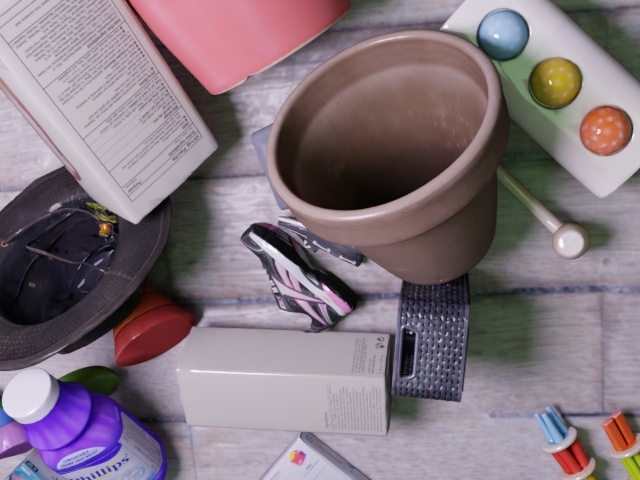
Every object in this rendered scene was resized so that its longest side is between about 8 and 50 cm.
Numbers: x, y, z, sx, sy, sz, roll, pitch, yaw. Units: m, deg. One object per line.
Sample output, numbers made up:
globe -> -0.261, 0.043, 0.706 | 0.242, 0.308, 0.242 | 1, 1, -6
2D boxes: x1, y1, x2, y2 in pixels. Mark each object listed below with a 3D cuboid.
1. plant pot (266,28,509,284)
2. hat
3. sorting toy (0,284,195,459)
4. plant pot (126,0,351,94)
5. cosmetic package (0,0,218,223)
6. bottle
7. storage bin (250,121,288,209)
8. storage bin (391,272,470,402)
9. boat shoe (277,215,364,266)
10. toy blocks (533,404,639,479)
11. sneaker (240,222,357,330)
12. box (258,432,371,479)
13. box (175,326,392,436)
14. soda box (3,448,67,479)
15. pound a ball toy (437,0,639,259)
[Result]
plant pot -> 0.102, -0.070, 0.974 | 0.263, 0.263, 0.229 | -22, 140, 13
hat -> -0.321, 0.053, 1.101 | 0.331, 0.331, 0.134 | -10, 138, 11
sorting toy -> -0.348, 0.162, 1.195 | 0.365, 0.127, 0.126 | -37, 72, 13
plant pot -> -0.106, -0.318, 0.961 | 0.275, 0.275, 0.243 | -29, 107, 14
cosmetic package -> -0.268, -0.181, 0.981 | 0.153, 0.129, 0.296 | -46, 132, -19
bottle -> -0.309, 0.259, 1.125 | 0.118, 0.092, 0.283 | -24, 141, 2
storage bin -> -0.026, -0.102, 1.080 | 0.091, 0.098, 0.135 | -19, 100, 23
storage bin -> 0.138, 0.111, 1.054 | 0.084, 0.180, 0.122 | 5, 104, 8
boat shoe -> 0.000, 0.000, 1.121 | 0.125, 0.046, 0.038 | 18, 101, -4
toy blocks -> 0.362, 0.270, 1.124 | 0.123, 0.054, 0.148 | -31, 96, 15
sneaker -> -0.042, 0.055, 1.127 | 0.178, 0.072, 0.077 | 42, 108, -1
box -> 0.003, 0.380, 1.213 | 0.186, 0.038, 0.145 | 38, 105, -2
box -> -0.044, 0.186, 1.131 | 0.275, 0.094, 0.113 | 3, 125, 8
soda box -> -0.380, 0.395, 1.262 | 0.183, 0.063, 0.058 | 45, 105, -4
pound a ball toy -> 0.259, -0.142, 1.000 | 0.319, 0.136, 0.208 | 43, 105, -2
